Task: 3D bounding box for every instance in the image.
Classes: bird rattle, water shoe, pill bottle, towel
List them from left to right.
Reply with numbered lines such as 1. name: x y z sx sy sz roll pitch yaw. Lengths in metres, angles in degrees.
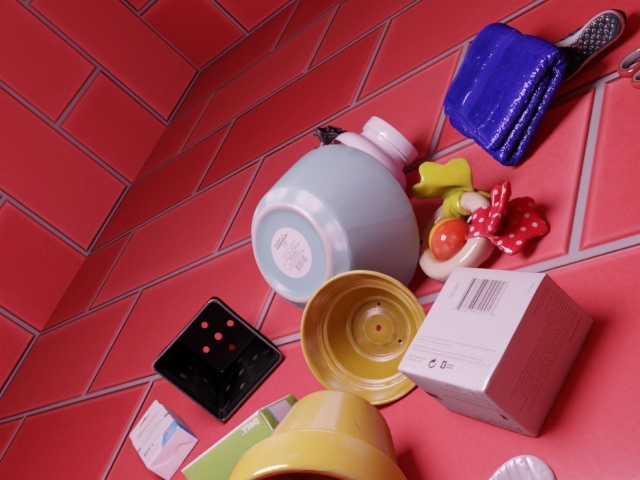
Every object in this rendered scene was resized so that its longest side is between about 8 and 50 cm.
1. pill bottle: 0.050 -0.094 1.649 0.323 0.181 0.181 -50 25 -1
2. bird rattle: 0.250 -0.018 1.341 0.206 0.143 0.253 -57 36 12
3. towel: 0.330 -0.286 1.502 0.308 0.076 0.227 -115 44 -64
4. water shoe: 0.474 -0.349 1.474 0.203 0.072 0.080 -31 2 39

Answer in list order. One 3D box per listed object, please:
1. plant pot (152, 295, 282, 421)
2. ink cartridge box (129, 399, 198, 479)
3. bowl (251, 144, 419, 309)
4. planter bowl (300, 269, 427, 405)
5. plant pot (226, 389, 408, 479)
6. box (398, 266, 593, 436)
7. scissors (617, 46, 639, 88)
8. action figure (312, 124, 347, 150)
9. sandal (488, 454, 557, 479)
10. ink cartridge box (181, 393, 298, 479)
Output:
1. plant pot: -0.210 0.223 1.651 0.187 0.188 0.167 -48 12 4
2. ink cartridge box: -0.335 0.419 1.698 0.104 0.060 0.180 -54 25 -8
3. bowl: 0.000 0.000 1.397 0.312 0.311 0.163 -24 0 43
4. planter bowl: 0.083 0.150 1.301 0.217 0.217 0.090 -40 -8 19
5. plant pot: 0.006 0.333 1.072 0.254 0.254 0.239 -40 10 20
6. box: 0.234 0.143 1.083 0.181 0.119 0.181 2 56 59
7. scissors: 0.609 -0.364 1.311 0.297 0.021 0.109 -45 23 7
8. action figure: -0.002 -0.114 1.828 0.164 0.141 0.275 -105 33 -52
9. sandal: 0.192 0.359 0.895 0.265 0.076 0.102 -56 47 11
10. ink cartridge box: -0.135 0.354 1.260 0.189 0.097 0.255 -40 -14 20
